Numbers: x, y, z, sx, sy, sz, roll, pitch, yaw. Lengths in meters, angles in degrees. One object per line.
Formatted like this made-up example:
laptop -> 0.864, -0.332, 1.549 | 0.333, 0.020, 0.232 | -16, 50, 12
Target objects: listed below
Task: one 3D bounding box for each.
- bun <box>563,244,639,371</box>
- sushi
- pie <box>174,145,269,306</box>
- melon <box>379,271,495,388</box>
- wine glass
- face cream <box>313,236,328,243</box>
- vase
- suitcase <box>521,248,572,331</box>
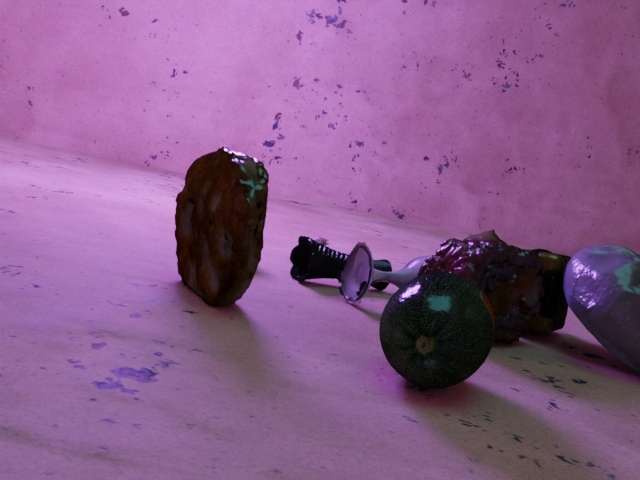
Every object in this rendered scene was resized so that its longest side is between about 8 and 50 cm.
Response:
bun -> 0.694, 0.140, 1.653 | 0.354, 0.194, 0.354 | 30, 25, -15
sushi -> 0.346, 0.093, 1.636 | 0.270, 0.236, 0.171 | 2, 5, -37
pie -> -0.192, -0.034, 1.457 | 0.103, 0.288, 0.355 | 6, 11, -31
melon -> 0.186, 0.142, 1.222 | 0.182, 0.182, 0.288 | 15, 11, 18
wine glass -> 0.205, 0.094, 1.734 | 0.321, 0.143, 0.143 | 11, 8, -29
face cream -> 0.000, 0.000, 2.427 | 0.038, 0.020, 0.115 | 13, 7, 9
vase -> 0.054, 0.062, 1.841 | 0.237, 0.115, 0.115 | 12, 8, -27
suitcase -> 0.509, 0.116, 1.812 | 0.143, 0.194, 0.235 | 8, 1, 28
